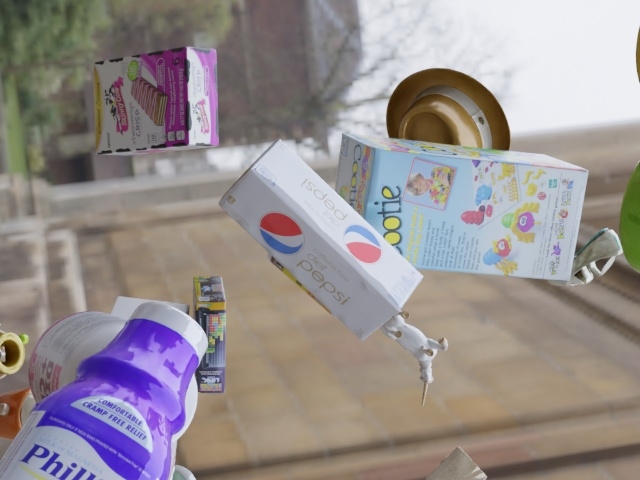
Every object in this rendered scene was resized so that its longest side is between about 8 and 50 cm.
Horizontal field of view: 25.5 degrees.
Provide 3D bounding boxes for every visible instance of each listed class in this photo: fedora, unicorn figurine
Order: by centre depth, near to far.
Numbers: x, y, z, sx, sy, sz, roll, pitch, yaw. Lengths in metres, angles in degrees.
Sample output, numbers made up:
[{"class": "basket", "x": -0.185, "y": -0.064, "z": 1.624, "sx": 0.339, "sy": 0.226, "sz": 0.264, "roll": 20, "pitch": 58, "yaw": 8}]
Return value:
[{"class": "fedora", "x": 0.167, "y": -0.139, "z": 1.958, "sx": 0.079, "sy": 0.194, "sz": 0.194, "roll": -45, "pitch": 138, "yaw": -55}, {"class": "unicorn figurine", "x": 0.133, "y": 0.149, "z": 2.008, "sx": 0.162, "sy": 0.060, "sz": 0.111, "roll": 53, "pitch": -16, "yaw": 1}]

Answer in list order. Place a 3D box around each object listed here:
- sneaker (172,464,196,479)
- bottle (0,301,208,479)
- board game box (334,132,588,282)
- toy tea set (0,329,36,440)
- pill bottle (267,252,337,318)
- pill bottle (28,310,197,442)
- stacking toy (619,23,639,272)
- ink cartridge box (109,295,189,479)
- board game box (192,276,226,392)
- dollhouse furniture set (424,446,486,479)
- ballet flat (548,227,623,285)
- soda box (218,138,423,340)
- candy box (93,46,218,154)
[{"class": "sneaker", "x": -0.295, "y": 0.511, "z": 2.646, "sx": 0.256, "sy": 0.151, "sz": 0.094, "roll": -137, "pitch": -138, "yaw": -56}, {"class": "bottle", "x": -0.173, "y": 0.170, "z": 1.052, "sx": 0.283, "sy": 0.118, "sz": 0.092, "roll": -60, "pitch": -175, "yaw": -36}, {"class": "board game box", "x": 0.166, "y": -0.042, "z": 1.747, "sx": 0.142, "sy": 0.275, "sz": 0.144, "roll": -142, "pitch": -121, "yaw": -70}, {"class": "toy tea set", "x": -0.539, "y": 0.274, "z": 2.239, "sx": 0.336, "sy": 0.124, "sz": 0.200, "roll": -37, "pitch": 116, "yaw": -52}, {"class": "pill bottle", "x": 0.020, "y": 0.053, "z": 2.432, "sx": 0.215, "sy": 0.117, "sz": 0.117, "roll": 40, "pitch": -23, "yaw": 12}, {"class": "pill bottle", "x": -0.258, "y": 0.176, "z": 1.752, "sx": 0.283, "sy": 0.160, "sz": 0.160, "roll": -177, "pitch": -100, "yaw": -67}, {"class": "stacking toy", "x": 0.419, "y": -0.090, "z": 1.334, "sx": 0.130, "sy": 0.309, "sz": 0.279, "roll": 17, "pitch": -80, "yaw": 44}, {"class": "ink cartridge box", "x": -0.274, "y": 0.255, "z": 2.125, "sx": 0.207, "sy": 0.117, "sz": 0.283, "roll": -85, "pitch": -178, "yaw": -69}, {"class": "board game box", "x": -0.169, "y": 0.140, "z": 2.144, "sx": 0.170, "sy": 0.048, "sz": 0.141, "roll": -118, "pitch": -153, "yaw": -77}, {"class": "dollhouse furniture set", "x": 0.174, "y": 0.393, "z": 1.960, "sx": 0.144, "sy": 0.123, "sz": 0.151, "roll": 47, "pitch": -26, "yaw": 4}, {"class": "ballet flat", "x": 0.411, "y": 0.041, "z": 2.202, "sx": 0.052, "sy": 0.057, "sz": 0.168, "roll": 56, "pitch": -34, "yaw": 12}, {"class": "soda box", "x": 0.000, "y": 0.000, "z": 1.496, "sx": 0.216, "sy": 0.069, "sz": 0.074, "roll": 44, "pitch": -47, "yaw": -3}, {"class": "candy box", "x": -0.271, "y": -0.224, "z": 2.307, "sx": 0.233, "sy": 0.071, "sz": 0.159, "roll": -3, "pitch": -91, "yaw": 43}]
